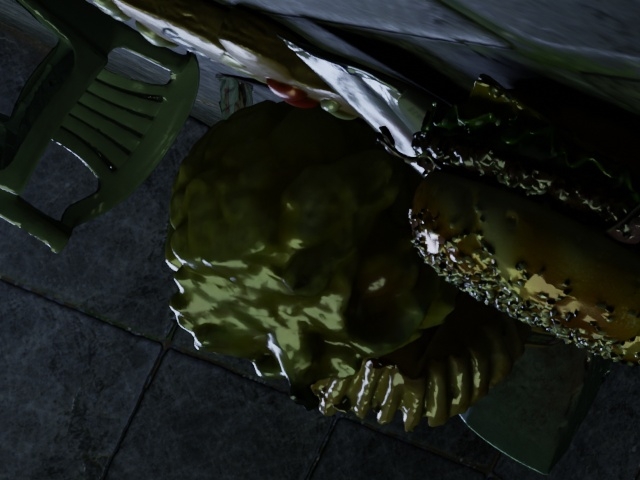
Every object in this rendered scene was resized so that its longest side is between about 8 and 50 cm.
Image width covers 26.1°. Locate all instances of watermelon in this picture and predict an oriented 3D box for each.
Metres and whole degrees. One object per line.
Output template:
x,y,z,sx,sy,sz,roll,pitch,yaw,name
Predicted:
0.280,0.102,1.777,0.228,0.258,0.387,6,-123,-42,watermelon

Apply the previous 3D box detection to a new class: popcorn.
-0.007,0.006,1.082,0.249,0.225,0.249,15,157,7,popcorn

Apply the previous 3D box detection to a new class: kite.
-0.081,-0.069,1.336,0.012,0.229,0.250,-2,145,-15,kite

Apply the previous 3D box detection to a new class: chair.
-0.233,-0.125,1.182,0.274,0.203,0.190,34,-171,-21,chair

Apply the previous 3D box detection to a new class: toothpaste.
0.107,-0.029,0.791,0.323,0.066,0.100,31,-178,-41,toothpaste

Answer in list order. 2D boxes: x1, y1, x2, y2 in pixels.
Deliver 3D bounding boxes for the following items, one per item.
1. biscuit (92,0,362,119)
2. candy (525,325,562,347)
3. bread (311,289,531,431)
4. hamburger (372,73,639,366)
-0.035,-0.111,0.852,0.240,0.035,0.158,26,-177,21,biscuit
0.164,0.057,1.473,0.271,0.101,0.143,4,159,-15,candy
0.076,0.040,1.290,0.274,0.274,0.149,25,151,-1,bread
0.117,-0.001,0.610,0.189,0.093,0.164,24,180,19,hamburger
